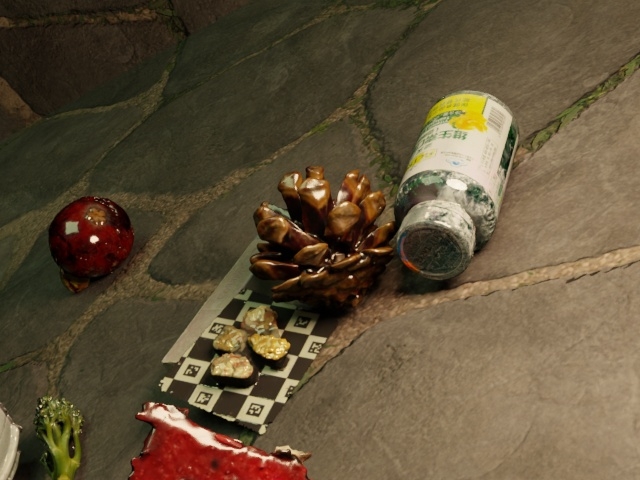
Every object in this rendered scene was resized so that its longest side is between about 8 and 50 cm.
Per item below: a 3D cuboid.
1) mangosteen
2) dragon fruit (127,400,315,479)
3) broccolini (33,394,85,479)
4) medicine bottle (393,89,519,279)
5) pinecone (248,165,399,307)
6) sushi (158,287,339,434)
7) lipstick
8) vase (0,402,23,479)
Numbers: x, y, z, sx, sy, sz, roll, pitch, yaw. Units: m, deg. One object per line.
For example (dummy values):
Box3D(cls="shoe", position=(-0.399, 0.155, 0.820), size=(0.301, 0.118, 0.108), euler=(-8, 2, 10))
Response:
Box3D(cls="mangosteen", position=(-0.446, 0.004, 2.141), size=(0.180, 0.166, 0.166), euler=(-45, 14, 41))
Box3D(cls="dragon fruit", position=(-0.100, 0.356, 1.073), size=(0.100, 0.282, 0.344), euler=(134, 156, -69))
Box3D(cls="broccolini", position=(-0.383, 0.355, 1.584), size=(0.078, 0.074, 0.392), euler=(6, 27, -10))
Box3D(cls="medicine bottle", position=(0.184, -0.076, 1.540), size=(0.141, 0.141, 0.293), euler=(-17, 32, 32))
Box3D(cls="pinecone", position=(0.000, -0.003, 1.562), size=(0.229, 0.202, 0.201), euler=(-37, 44, 54))
Box3D(cls="sushi", position=(-0.102, 0.146, 1.541), size=(0.192, 0.040, 0.210), euler=(16, 52, 31))
Box3D(cls="lipstick", position=(-0.118, 0.090, 1.696), size=(0.066, 0.068, 0.317), euler=(-4, 40, 43))
Box3D(cls="vase", position=(-0.629, 0.389, 1.569), size=(0.250, 0.250, 0.445), euler=(-17, 24, 32))
